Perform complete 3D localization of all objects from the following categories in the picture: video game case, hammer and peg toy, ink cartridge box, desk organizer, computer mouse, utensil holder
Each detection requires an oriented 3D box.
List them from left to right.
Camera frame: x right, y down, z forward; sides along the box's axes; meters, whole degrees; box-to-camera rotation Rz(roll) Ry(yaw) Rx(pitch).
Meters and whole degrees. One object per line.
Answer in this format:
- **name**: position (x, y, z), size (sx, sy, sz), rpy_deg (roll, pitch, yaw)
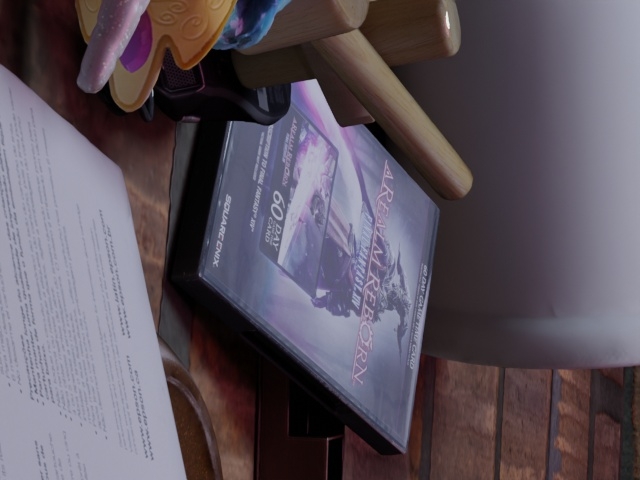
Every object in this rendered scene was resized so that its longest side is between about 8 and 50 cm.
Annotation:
- **ink cartridge box**: position (-0.132, 0.071, 0.724), size (0.330, 0.071, 0.324), rpy_deg (44, 30, -65)
- **computer mouse**: position (-0.090, -0.148, 1.041), size (0.262, 0.060, 0.184), rpy_deg (-9, 88, -73)
- **hammer and peg toy**: position (-0.012, -0.186, 0.999), size (0.266, 0.127, 0.361), rpy_deg (63, 25, -46)
- **desk organizer**: position (-0.012, 0.112, 1.309), size (0.047, 0.050, 0.130), rpy_deg (4, 87, -73)
- **video game case**: position (0.000, 0.000, 1.273), size (0.274, 0.026, 0.196), rpy_deg (43, 48, -48)
- **utensil holder**: position (0.208, -0.122, 1.561), size (0.327, 0.327, 0.385), rpy_deg (-35, 124, -70)

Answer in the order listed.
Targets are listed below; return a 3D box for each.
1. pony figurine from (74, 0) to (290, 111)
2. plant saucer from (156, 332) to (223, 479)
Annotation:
- **pony figurine**: position (-0.032, -0.273, 0.728), size (0.351, 0.303, 0.363), rpy_deg (-70, 168, -47)
- **plant saucer**: position (-0.109, 0.181, 1.003), size (0.310, 0.050, 0.311), rpy_deg (1, 90, -74)
